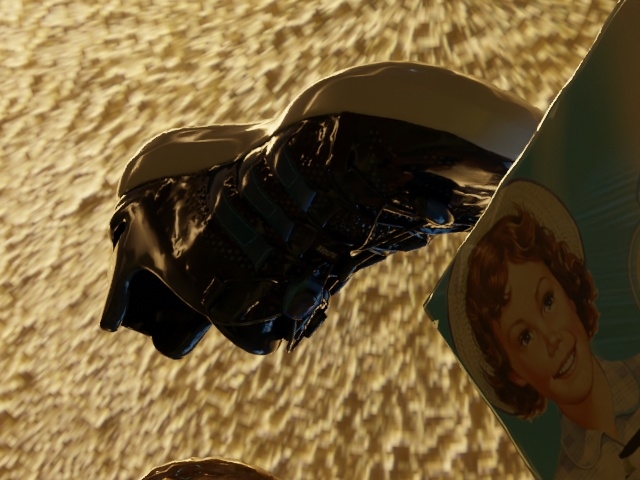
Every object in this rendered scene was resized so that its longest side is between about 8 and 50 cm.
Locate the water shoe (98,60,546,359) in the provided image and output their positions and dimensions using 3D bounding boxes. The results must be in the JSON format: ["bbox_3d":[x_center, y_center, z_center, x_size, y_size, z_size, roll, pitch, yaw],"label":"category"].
[{"bbox_3d":[0.000,0.000,0.626,0.073,0.203,0.080,24,-110,-31],"label":"water shoe"}]

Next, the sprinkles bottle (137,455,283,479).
[{"bbox_3d":[-0.073,0.223,0.828,0.121,0.355,0.121,2,-69,6],"label":"sprinkles bottle"}]

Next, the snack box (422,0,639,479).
[{"bbox_3d":[0.146,-0.017,0.348,0.187,0.060,0.322,57,-39,25],"label":"snack box"}]
